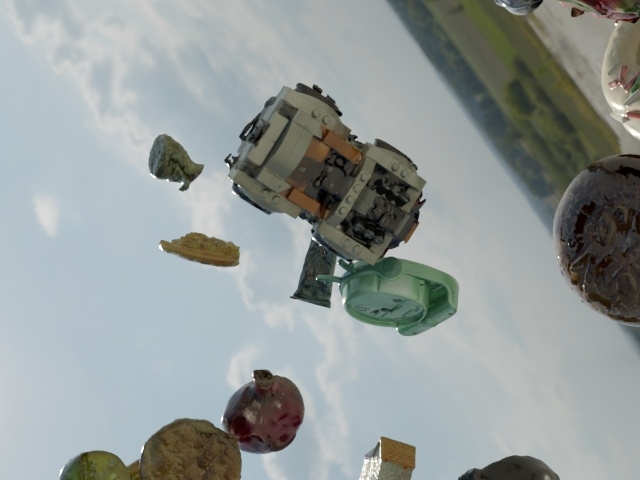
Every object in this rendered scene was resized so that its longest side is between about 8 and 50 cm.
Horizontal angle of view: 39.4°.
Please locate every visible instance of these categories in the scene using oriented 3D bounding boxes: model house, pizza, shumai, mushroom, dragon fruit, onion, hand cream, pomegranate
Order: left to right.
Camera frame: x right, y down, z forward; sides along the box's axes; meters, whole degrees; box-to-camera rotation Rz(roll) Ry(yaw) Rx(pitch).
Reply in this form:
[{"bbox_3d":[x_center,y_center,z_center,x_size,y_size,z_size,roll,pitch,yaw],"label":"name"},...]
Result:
[{"bbox_3d":[-0.425,0.473,1.711,0.169,0.122,0.143,-7,-122,-52],"label":"pomegranate"},{"bbox_3d":[-0.218,-0.121,1.379,0.080,0.083,0.082,6,-129,-29],"label":"shumai"},{"bbox_3d":[-0.205,0.013,1.587,0.160,0.036,0.099,14,-158,21],"label":"pizza"},{"bbox_3d":[-0.104,0.335,1.749,0.135,0.173,0.198,54,155,28],"label":"onion"},{"bbox_3d":[-0.001,0.000,1.657,0.075,0.248,0.052,17,-169,36],"label":"hand cream"},{"bbox_3d":[0.139,0.453,1.798,0.088,0.100,0.100,18,163,-16],"label":"model house"},{"bbox_3d":[0.391,-0.380,1.246,0.166,0.172,0.160,-91,6,-48],"label":"dragon fruit"},{"bbox_3d":[0.480,-0.012,1.332,0.297,0.278,0.163,19,169,48],"label":"mushroom"}]

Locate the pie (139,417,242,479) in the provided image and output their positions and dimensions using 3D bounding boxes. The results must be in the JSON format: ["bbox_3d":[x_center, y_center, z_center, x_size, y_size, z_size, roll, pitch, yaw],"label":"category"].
[{"bbox_3d":[-0.237,0.417,1.668,0.195,0.195,0.046,51,-174,-13],"label":"pie"}]

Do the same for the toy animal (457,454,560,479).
[{"bbox_3d":[0.380,0.530,1.597,0.212,0.212,0.267,38,-163,-50],"label":"toy animal"}]

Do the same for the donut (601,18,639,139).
[{"bbox_3d":[0.627,-0.340,1.519,0.142,0.382,0.382,27,-158,-18],"label":"donut"}]

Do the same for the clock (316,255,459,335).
[{"bbox_3d":[0.100,0.084,1.419,0.211,0.159,0.066,18,-121,-19],"label":"clock"}]

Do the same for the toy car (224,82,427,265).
[{"bbox_3d":[0.022,-0.088,1.281,0.301,0.193,0.118,32,-178,-24],"label":"toy car"}]

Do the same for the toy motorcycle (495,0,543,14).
[{"bbox_3d":[0.306,-0.444,1.341,0.270,0.106,0.159,-66,-34,-40],"label":"toy motorcycle"}]
